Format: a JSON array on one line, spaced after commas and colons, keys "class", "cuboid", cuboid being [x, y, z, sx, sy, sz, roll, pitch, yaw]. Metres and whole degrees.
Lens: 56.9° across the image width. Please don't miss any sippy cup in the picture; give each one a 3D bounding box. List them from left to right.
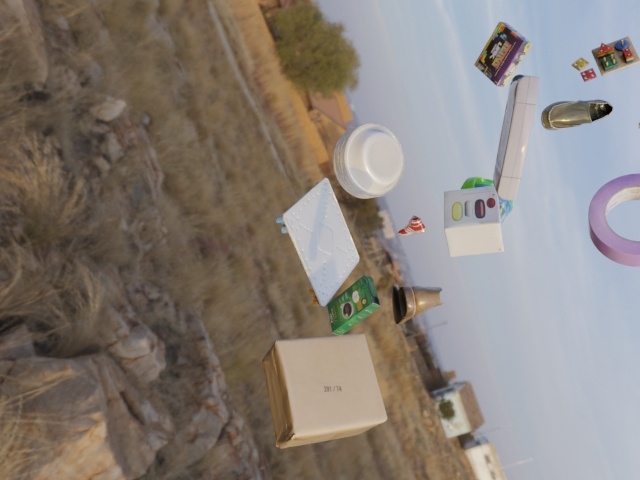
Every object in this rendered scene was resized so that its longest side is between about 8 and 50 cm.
[{"class": "sippy cup", "cuboid": [0.683, -0.106, 2.527, 0.224, 0.305, 0.240, -61, -173, -35]}]

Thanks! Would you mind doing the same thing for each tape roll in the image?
[{"class": "tape roll", "cuboid": [0.953, -0.062, 1.773, 0.090, 0.275, 0.274, 50, 21, -57]}]

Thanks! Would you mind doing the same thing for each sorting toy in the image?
[{"class": "sorting toy", "cuboid": [1.077, -0.687, 2.181, 0.046, 0.275, 0.132, 44, 35, -52]}]

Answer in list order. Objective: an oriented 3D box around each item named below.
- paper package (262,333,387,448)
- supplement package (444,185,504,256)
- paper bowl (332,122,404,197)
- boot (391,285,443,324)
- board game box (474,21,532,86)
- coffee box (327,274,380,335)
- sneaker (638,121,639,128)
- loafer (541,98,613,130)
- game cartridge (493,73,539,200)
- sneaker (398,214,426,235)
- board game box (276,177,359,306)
[{"class": "paper package", "cuboid": [0.005, 0.466, 1.864, 0.168, 0.325, 0.309, -52, -135, 52]}, {"class": "supplement package", "cuboid": [0.552, -0.071, 2.139, 0.203, 0.194, 0.149, -80, 156, -43]}, {"class": "paper bowl", "cuboid": [0.201, -0.306, 2.266, 0.148, 0.284, 0.284, 0, -66, 58]}, {"class": "boot", "cuboid": [0.266, 0.175, 1.670, 0.305, 0.115, 0.112, 121, -39, -82]}, {"class": "board game box", "cuboid": [0.623, -0.638, 2.028, 0.141, 0.048, 0.170, 60, -42, 37]}, {"class": "coffee box", "cuboid": [0.100, 0.202, 1.833, 0.040, 0.184, 0.113, 24, 37, -36]}, {"class": "sneaker", "cuboid": [1.043, -0.405, 1.815, 0.215, 0.084, 0.083, 65, 43, -64]}, {"class": "loafer", "cuboid": [0.846, -0.422, 1.942, 0.087, 0.251, 0.094, -153, -131, -76]}, {"class": "game cartridge", "cuboid": [0.481, -0.258, 1.466, 0.198, 0.062, 0.297, -44, 142, -68]}, {"class": "sneaker", "cuboid": [0.335, -0.056, 2.222, 0.042, 0.118, 0.067, -49, 118, -45]}, {"class": "board game box", "cuboid": [0.000, 0.000, 2.316, 0.390, 0.050, 0.389, -47, 119, -53]}]
